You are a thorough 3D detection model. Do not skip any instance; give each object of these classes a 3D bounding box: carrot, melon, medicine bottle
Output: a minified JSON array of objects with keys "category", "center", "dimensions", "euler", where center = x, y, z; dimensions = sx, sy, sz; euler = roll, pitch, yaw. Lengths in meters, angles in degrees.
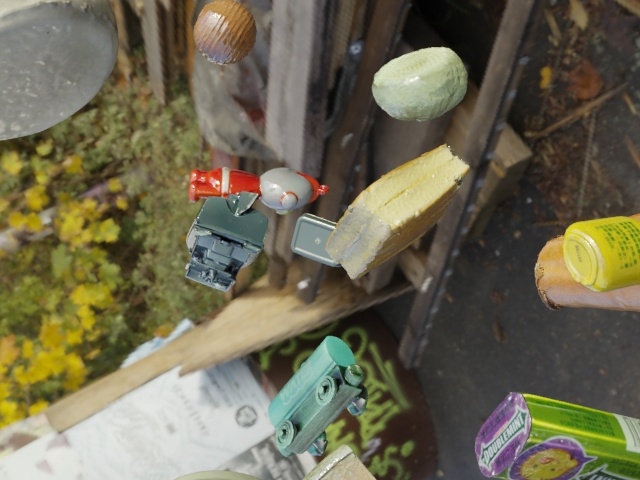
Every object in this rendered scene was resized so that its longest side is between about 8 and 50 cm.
[{"category":"carrot","center":[0.546,0.046,1.640],"dimensions":[0.254,0.196,0.196],"euler":[-9,107,53]},{"category":"melon","center":[-0.007,0.342,1.106],"dimensions":[0.098,0.182,0.054],"euler":[52,172,10]},{"category":"medicine bottle","center":[0.500,0.011,1.378],"dimensions":[0.076,0.308,0.111],"euler":[-41,62,52]}]

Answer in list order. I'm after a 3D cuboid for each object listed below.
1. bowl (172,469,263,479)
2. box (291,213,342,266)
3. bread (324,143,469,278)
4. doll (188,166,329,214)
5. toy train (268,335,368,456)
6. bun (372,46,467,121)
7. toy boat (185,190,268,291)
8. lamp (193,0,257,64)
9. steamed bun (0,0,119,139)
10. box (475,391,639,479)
[{"category":"bowl","center":[-0.087,0.269,0.745],"dimensions":[0.112,0.211,0.211],"euler":[-91,-3,-48]},{"category":"box","center":[0.000,0.000,1.898],"dimensions":[0.126,0.031,0.091],"euler":[21,103,21]},{"category":"bread","center":[0.154,-0.058,1.730],"dimensions":[0.111,0.246,0.239],"euler":[51,152,11]},{"category":"doll","center":[-0.106,-0.092,1.564],"dimensions":[0.142,0.244,0.076],"euler":[-105,21,-62]},{"category":"toy train","center":[-0.010,0.293,1.683],"dimensions":[0.248,0.101,0.159],"euler":[-50,40,28]},{"category":"bun","center":[0.195,-0.299,1.765],"dimensions":[0.195,0.195,0.118],"euler":[25,144,55]},{"category":"toy boat","center":[-0.159,0.011,1.430],"dimensions":[0.114,0.122,0.296],"euler":[21,164,-8]},{"category":"lamp","center":[-0.194,-0.425,1.829],"dimensions":[0.136,0.136,0.136],"euler":[47,153,33]},{"category":"steamed bun","center":[-0.421,-0.277,1.200],"dimensions":[0.177,0.283,0.283],"euler":[57,157,19]},{"category":"box","center":[0.406,0.316,1.307],"dimensions":[0.134,0.345,0.097],"euler":[-60,26,31]}]
